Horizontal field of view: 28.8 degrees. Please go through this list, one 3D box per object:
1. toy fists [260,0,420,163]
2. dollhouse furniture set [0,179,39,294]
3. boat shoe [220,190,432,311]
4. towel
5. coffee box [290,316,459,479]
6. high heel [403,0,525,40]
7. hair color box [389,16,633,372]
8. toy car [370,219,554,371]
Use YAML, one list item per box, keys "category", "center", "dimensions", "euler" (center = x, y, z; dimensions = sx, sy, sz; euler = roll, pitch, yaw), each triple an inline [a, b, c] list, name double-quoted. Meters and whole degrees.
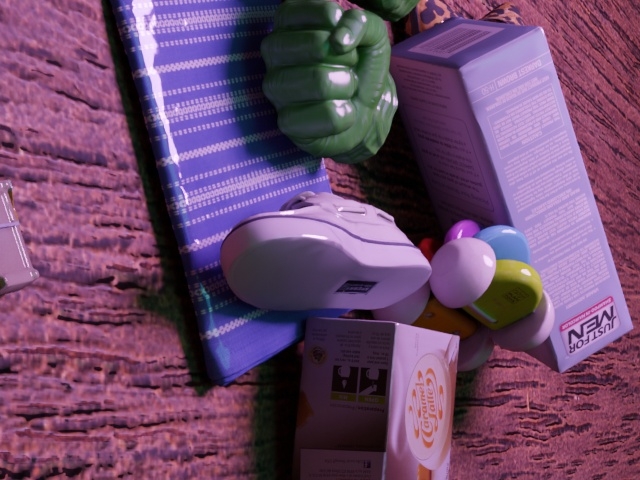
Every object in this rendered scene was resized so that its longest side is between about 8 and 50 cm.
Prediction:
- category: "toy fists"
  center: [0.028, -0.210, 1.134]
  dimensions: [0.142, 0.096, 0.279]
  euler: [28, 76, -49]
- category: "dollhouse furniture set"
  center: [-0.239, 0.007, 0.786]
  dimensions: [0.151, 0.058, 0.076]
  euler: [-23, 95, -80]
- category: "boat shoe"
  center: [0.000, 0.000, 1.080]
  dimensions: [0.267, 0.096, 0.088]
  euler: [4, 49, -51]
- category: "towel"
  center: [-0.070, -0.062, 1.103]
  dimensions: [0.243, 0.040, 0.336]
  euler: [-24, 102, -58]
- category: "coffee box"
  center: [0.048, 0.200, 1.128]
  dimensions: [0.141, 0.098, 0.247]
  euler: [18, 75, -58]
- category: "high heel"
  center: [0.185, -0.280, 1.549]
  dimensions: [0.261, 0.093, 0.186]
  euler: [-59, 135, -41]
- category: "hair color box"
  center: [0.210, -0.055, 1.411]
  dimensions: [0.113, 0.185, 0.375]
  euler: [-28, 113, -16]
- category: "toy car"
  center: [0.151, 0.045, 1.314]
  dimensions: [0.159, 0.182, 0.136]
  euler: [35, 46, -34]
